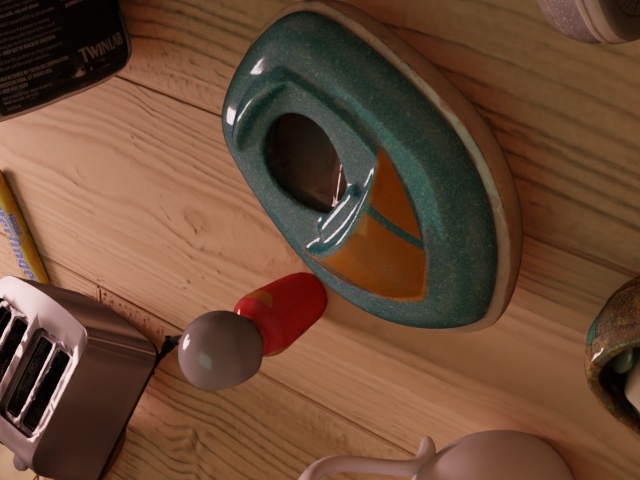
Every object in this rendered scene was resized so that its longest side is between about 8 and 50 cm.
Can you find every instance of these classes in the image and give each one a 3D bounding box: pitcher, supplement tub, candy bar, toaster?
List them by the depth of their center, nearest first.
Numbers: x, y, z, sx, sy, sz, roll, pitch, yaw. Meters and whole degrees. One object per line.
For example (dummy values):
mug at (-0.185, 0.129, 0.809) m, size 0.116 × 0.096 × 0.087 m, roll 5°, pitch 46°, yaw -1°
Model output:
pitcher at (0.087, 0.203, 0.807) m, size 0.177 × 0.207 × 0.125 m, roll 55°, pitch 136°, yaw 5°
supplement tub at (-0.289, -0.264, 0.891) m, size 0.194 × 0.194 × 0.315 m, roll 2°, pitch 117°, yaw 41°
toaster at (-0.264, 0.134, 1.111) m, size 0.168 × 0.110 × 0.185 m, roll 27°, pitch 91°, yaw 37°
candy bar at (-0.333, -0.007, 1.207) m, size 0.040 × 0.018 × 0.161 m, roll -11°, pitch 105°, yaw 44°

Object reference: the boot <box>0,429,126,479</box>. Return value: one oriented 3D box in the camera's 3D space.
boot at (-0.332, 0.214, 1.273) m, size 0.203 × 0.095 × 0.262 m, roll 45°, pitch 137°, yaw 16°

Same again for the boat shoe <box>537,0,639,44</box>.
boat shoe at (0.107, -0.256, 0.621) m, size 0.103 × 0.118 × 0.320 m, roll -20°, pitch 94°, yaw 52°

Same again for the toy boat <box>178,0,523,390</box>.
toy boat at (0.000, 0.000, 0.820) m, size 0.267 × 0.148 × 0.318 m, roll 47°, pitch 134°, yaw 13°

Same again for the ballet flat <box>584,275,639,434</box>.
ballet flat at (0.307, 0.142, 0.647) m, size 0.349 × 0.123 × 0.123 m, roll 35°, pitch 131°, yaw 23°
